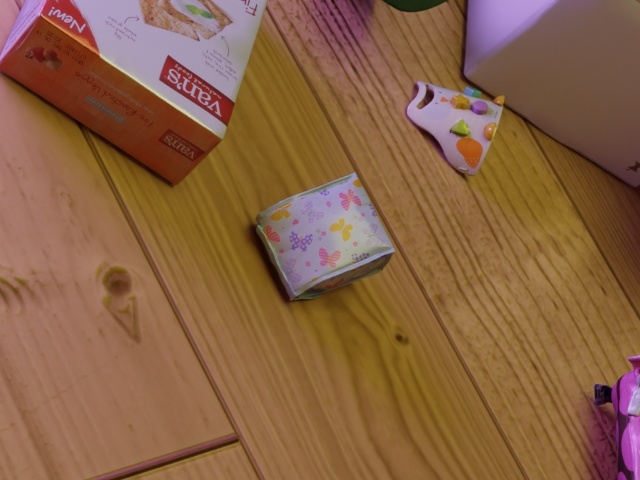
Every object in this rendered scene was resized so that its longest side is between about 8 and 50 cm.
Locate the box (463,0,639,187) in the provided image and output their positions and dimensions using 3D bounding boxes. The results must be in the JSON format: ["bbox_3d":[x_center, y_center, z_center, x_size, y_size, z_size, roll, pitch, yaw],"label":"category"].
[{"bbox_3d":[0.271,-0.259,1.698,0.215,0.168,0.345,30,43,-24],"label":"box"}]

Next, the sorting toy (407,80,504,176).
[{"bbox_3d":[0.111,-0.106,1.532,0.075,0.045,0.083,23,42,-3],"label":"sorting toy"}]

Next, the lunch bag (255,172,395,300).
[{"bbox_3d":[0.000,0.000,1.320,0.083,0.053,0.071,-22,75,-24],"label":"lunch bag"}]

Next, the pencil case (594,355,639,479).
[{"bbox_3d":[0.264,0.192,1.392,0.098,0.095,0.209,65,20,-44],"label":"pencil case"}]

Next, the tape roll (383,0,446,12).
[{"bbox_3d":[0.122,-0.345,1.500,0.077,0.321,0.321,31,42,-23],"label":"tape roll"}]

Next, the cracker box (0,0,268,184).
[{"bbox_3d":[-0.125,-0.171,1.326,0.156,0.067,0.232,34,42,-19],"label":"cracker box"}]
